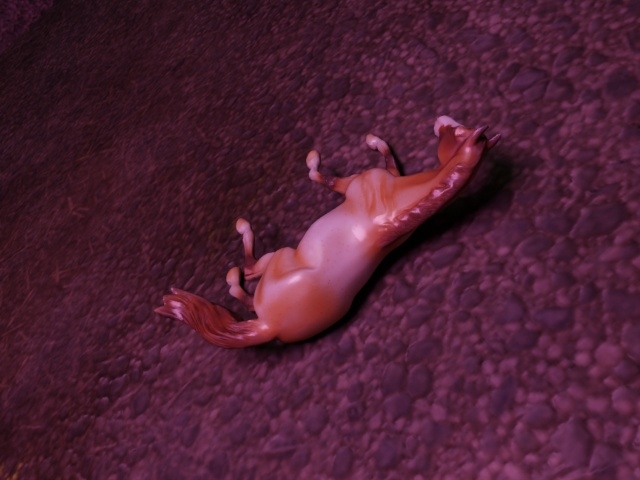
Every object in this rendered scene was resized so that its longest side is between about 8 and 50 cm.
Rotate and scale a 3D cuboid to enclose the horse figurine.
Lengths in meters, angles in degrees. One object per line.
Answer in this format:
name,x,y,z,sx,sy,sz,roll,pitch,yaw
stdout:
horse figurine,0.000,0.000,0.542,0.263,0.066,0.174,-43,32,-1
